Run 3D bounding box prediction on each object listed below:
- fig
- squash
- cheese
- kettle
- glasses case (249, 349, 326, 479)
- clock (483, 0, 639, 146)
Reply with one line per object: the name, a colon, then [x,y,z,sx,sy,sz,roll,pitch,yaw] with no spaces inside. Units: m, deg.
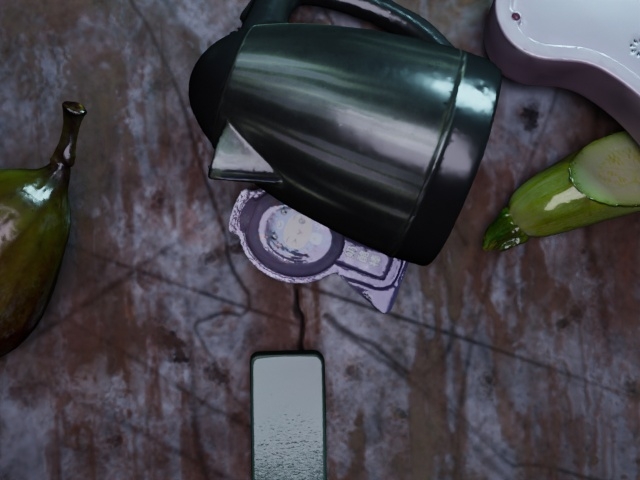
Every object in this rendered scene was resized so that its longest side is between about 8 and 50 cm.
fig: [-0.301,-0.017,0.940,0.170,0.145,0.274,38,99,-8]
squash: [0.254,-0.044,1.010,0.200,0.075,0.090,-23,90,-2]
cheese: [0.000,0.000,1.014,0.191,0.042,0.105,19,91,-8]
kettle: [0.014,-0.132,0.930,0.271,0.207,0.250,18,91,-2]
glasses case: [-0.033,0.206,1.018,0.078,0.039,0.184,-1,92,-3]
clock: [0.316,-0.167,0.979,0.275,0.080,0.290,-11,77,-4]
